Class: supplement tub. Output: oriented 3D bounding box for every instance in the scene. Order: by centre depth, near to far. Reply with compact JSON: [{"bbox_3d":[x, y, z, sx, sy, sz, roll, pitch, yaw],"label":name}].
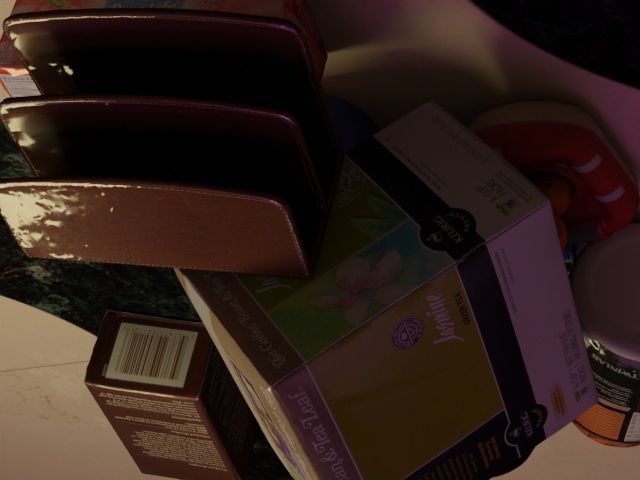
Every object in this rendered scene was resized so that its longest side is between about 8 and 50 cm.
[{"bbox_3d":[0.382,0.128,1.759,0.193,0.194,0.316,10,154,8],"label":"supplement tub"}]

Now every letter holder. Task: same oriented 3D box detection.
[{"bbox_3d":[-0.155,-0.094,1.349,0.301,0.152,0.214,4,146,17],"label":"letter holder"}]

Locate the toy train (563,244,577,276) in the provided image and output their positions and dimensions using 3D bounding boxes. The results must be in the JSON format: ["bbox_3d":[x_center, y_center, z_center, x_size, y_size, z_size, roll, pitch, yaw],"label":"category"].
[{"bbox_3d":[0.258,0.026,1.758,0.105,0.080,0.184,2,150,8],"label":"toy train"}]

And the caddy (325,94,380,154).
[{"bbox_3d":[0.000,0.000,1.641,0.241,0.179,0.341,-26,138,15],"label":"caddy"}]

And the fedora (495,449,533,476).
[{"bbox_3d":[0.174,0.144,1.832,0.334,0.334,0.152,23,125,-17],"label":"fedora"}]

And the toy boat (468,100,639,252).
[{"bbox_3d":[0.241,-0.044,1.556,0.151,0.151,0.231,-9,145,35],"label":"toy boat"}]

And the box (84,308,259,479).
[{"bbox_3d":[-0.230,0.265,2.345,0.191,0.143,0.381,7,149,12],"label":"box"}]

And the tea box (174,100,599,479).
[{"bbox_3d":[0.077,0.099,1.490,0.220,0.323,0.329,46,164,44],"label":"tea box"}]

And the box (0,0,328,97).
[{"bbox_3d":[-0.162,-0.185,1.489,0.299,0.142,0.154,3,150,18],"label":"box"}]
